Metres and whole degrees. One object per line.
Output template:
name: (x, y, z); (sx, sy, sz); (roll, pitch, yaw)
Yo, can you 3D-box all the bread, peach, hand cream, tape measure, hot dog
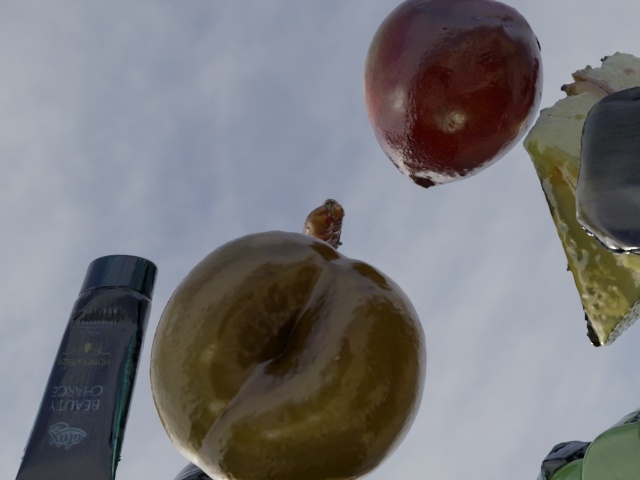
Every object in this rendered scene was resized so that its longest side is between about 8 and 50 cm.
bread: (0.251, -0.046, 1.154); (0.240, 0.178, 0.135); (-33, -18, -46)
peach: (-0.031, 0.110, 1.223); (0.251, 0.251, 0.153); (-28, -31, -25)
hand cream: (-0.237, 0.142, 1.448); (0.061, 0.120, 0.270); (56, -143, -50)
tape measure: (0.252, 0.232, 1.089); (0.106, 0.175, 0.200); (-25, -89, -43)
peach: (0.131, -0.147, 1.376); (0.197, 0.197, 0.197); (-18, -57, -31)
hot dog: (0.001, 0.001, 1.622); (0.062, 0.038, 0.144); (-41, -17, -31)

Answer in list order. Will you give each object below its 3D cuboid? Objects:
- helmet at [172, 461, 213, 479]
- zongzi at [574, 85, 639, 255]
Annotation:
helmet: (-0.063, 0.341, 1.675); (0.278, 0.160, 0.231); (4, -64, 7)
zongzi: (0.274, -0.040, 0.796); (0.300, 0.286, 0.138); (5, -87, -70)
